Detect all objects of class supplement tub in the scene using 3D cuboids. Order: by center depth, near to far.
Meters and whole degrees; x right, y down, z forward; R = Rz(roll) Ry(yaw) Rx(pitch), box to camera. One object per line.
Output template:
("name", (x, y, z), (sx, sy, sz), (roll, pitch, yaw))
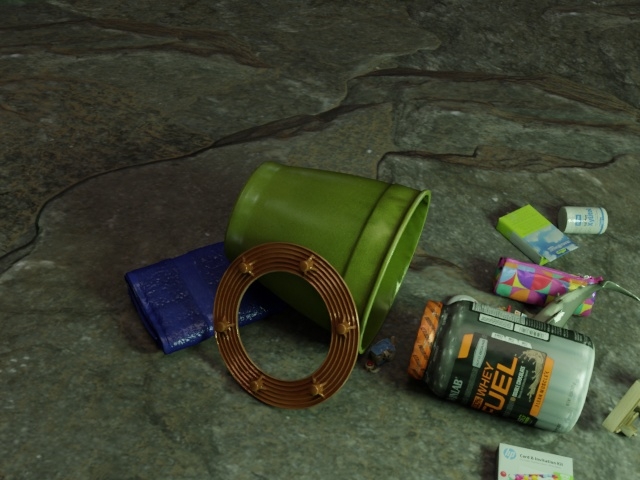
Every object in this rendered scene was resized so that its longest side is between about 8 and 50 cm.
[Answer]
("supplement tub", (0.358, 0.244, 1.643), (0.338, 0.207, 0.207), (16, 45, 10))
("supplement tub", (0.668, -0.052, 2.074), (0.107, 0.071, 0.071), (1, 45, -6))

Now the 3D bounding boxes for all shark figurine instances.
("shark figurine", (0.551, 0.173, 1.794), (0.116, 0.278, 0.166), (47, 13, -11))

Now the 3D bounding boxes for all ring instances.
("ring", (-0.078, 0.170, 1.598), (0.336, 0.337, 0.032), (30, 18, 22))

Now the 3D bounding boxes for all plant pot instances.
("plant pot", (0.000, 0.000, 1.722), (0.353, 0.366, 0.366), (23, 47, 12))

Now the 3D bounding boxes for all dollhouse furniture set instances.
("dollhouse furniture set", (0.672, 0.346, 1.621), (0.123, 0.144, 0.151), (40, 17, 29))

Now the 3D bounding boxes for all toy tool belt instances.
("toy tool belt", (0.127, 0.238, 1.733), (0.083, 0.051, 0.052), (-33, 56, -32))

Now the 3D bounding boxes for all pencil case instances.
("pencil case", (0.519, 0.103, 1.882), (0.236, 0.104, 0.104), (11, 45, 6))

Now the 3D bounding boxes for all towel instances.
("towel", (-0.252, 0.120, 1.803), (0.308, 0.076, 0.228), (-19, 57, -24))

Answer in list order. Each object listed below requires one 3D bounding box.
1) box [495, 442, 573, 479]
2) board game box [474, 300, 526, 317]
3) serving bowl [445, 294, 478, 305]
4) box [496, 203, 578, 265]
("box", (0.400, 0.482, 1.527), (0.145, 0.038, 0.186), (11, 44, 5))
("board game box", (0.374, 0.156, 1.764), (0.168, 0.133, 0.033), (28, 68, -31))
("serving bowl", (0.329, 0.153, 1.858), (0.083, 0.027, 0.083), (4, 44, -4))
("box", (0.541, -0.009, 2.035), (0.109, 0.042, 0.178), (-23, 52, -26))
